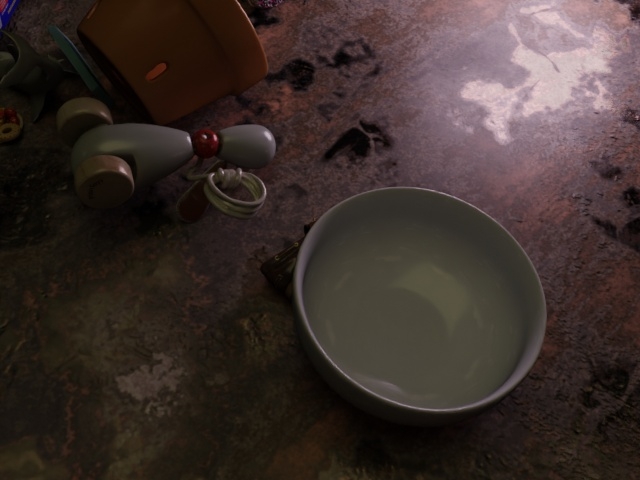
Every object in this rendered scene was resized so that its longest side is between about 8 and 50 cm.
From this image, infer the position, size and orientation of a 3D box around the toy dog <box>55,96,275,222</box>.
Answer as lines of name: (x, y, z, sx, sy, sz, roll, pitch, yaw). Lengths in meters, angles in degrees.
toy dog: (-0.248, -0.107, 1.176, 0.334, 0.161, 0.220, 13, 50, -14)

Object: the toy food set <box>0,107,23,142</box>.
toy food set: (-0.541, -0.193, 1.262, 0.083, 0.020, 0.083, -5, 56, -8)

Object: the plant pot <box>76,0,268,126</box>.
plant pot: (-0.257, -0.325, 1.243, 0.203, 0.291, 0.291, -41, 66, -10)

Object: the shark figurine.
shark figurine: (-0.473, -0.258, 1.250, 0.166, 0.278, 0.116, 13, 91, -30)

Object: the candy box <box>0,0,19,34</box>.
candy box: (-0.720, -0.443, 1.328, 0.317, 0.122, 0.268, -3, 39, -6)

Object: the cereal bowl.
cereal bowl: (0.123, 0.099, 1.033, 0.339, 0.141, 0.339, 3, 57, -5)

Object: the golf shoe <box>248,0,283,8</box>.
golf shoe: (-0.095, -0.523, 1.518, 0.086, 0.067, 0.186, 12, 50, 37)

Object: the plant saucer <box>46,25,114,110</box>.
plant saucer: (-0.419, -0.307, 1.325, 0.018, 0.067, 0.192, -40, 63, -1)

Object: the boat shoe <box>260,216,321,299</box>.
boat shoe: (0.000, 0.000, 1.139, 0.073, 0.073, 0.207, 40, 61, 19)
